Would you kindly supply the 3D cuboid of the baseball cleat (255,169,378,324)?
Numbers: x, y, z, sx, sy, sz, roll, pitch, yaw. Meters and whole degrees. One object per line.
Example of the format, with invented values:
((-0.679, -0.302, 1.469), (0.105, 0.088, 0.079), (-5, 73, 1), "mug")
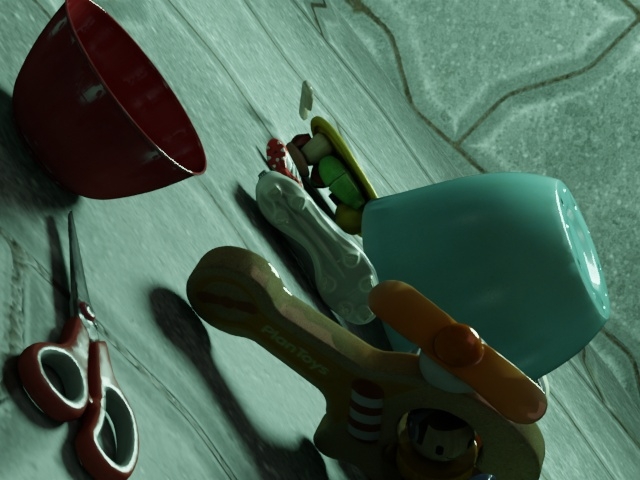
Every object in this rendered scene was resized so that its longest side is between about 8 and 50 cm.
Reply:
((0.000, 0.000, 1.912), (0.206, 0.072, 0.109), (56, 4, -14), "baseball cleat")

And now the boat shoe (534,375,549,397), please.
((0.199, 0.130, 2.296), (0.285, 0.103, 0.092), (52, 16, 2), "boat shoe")

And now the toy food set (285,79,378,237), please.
((0.002, -0.088, 2.207), (0.218, 0.071, 0.128), (58, -12, 6), "toy food set")

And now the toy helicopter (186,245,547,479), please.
((0.044, 0.115, 1.456), (0.355, 0.235, 0.140), (35, 48, -9), "toy helicopter")

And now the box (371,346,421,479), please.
((0.150, 0.272, 1.732), (0.307, 0.076, 0.242), (55, 11, -3), "box")

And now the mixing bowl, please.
((-0.186, -0.101, 1.370), (0.181, 0.098, 0.181), (53, 12, -16), "mixing bowl")

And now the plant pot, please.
((0.217, 0.047, 2.074), (0.293, 0.235, 0.293), (56, 22, -36), "plant pot")

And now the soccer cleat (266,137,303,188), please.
((-0.044, -0.089, 2.096), (0.083, 0.029, 0.035), (62, 4, 17), "soccer cleat")

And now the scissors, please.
((-0.163, 0.071, 1.190), (0.109, 0.021, 0.297), (49, 12, -19), "scissors")

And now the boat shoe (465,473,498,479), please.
((0.064, 0.234, 1.282), (0.127, 0.158, 0.340), (59, 12, 18), "boat shoe")
